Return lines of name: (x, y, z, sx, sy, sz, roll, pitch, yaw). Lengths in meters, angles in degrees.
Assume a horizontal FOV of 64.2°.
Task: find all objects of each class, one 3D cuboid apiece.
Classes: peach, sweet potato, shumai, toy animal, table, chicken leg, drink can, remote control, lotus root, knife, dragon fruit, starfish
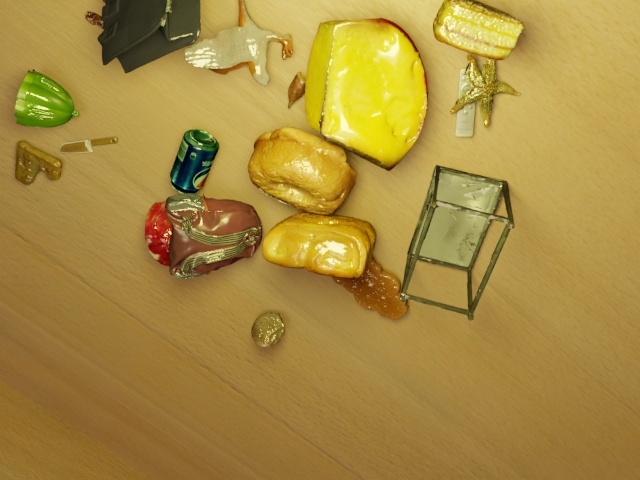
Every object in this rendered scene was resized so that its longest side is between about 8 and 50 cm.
peach: (0.120, -0.383, 1.354, 0.306, 0.242, 0.380, -2, 112, -8)
sweet potato: (-0.071, -0.432, 1.489, 0.049, 0.049, 0.117, 30, 130, -3)
shumai: (-0.193, 0.353, 1.962, 0.145, 0.145, 0.116, -3, 143, 17)
toy animal: (-0.215, -0.595, 1.414, 0.302, 0.225, 0.284, 12, 103, -6)
table: (0.388, 0.003, 1.486, 0.222, 0.272, 0.335, 15, 123, 7)
chicken leg: (-0.670, -0.659, 1.535, 0.083, 0.021, 0.036, 34, 113, -11)
drink can: (-0.411, -0.252, 1.651, 0.118, 0.118, 0.205, 30, 124, -4)
remote control: (0.401, -0.379, 1.402, 0.050, 0.027, 0.184, 1, 116, 7)
lotus root: (-0.869, -0.437, 1.652, 0.186, 0.186, 0.186, 7, 122, 12)
knife: (-0.812, -0.328, 1.774, 0.256, 0.022, 0.046, -3, 123, 18)
dragon fruit: (-0.525, 0.000, 1.828, 0.163, 0.189, 0.261, 15, 133, 44)
starfish: (0.446, -0.401, 1.352, 0.176, 0.053, 0.208, -1, 121, -8)

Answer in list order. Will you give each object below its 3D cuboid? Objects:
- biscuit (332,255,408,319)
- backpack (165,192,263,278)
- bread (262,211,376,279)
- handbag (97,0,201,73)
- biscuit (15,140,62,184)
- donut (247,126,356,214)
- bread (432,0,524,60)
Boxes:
biscuit: (0.183, 0.160, 1.776, 0.295, 0.044, 0.186, 46, 124, -12)
backpack: (-0.349, -0.015, 1.701, 0.317, 0.197, 0.283, -2, 119, -16)
bread: (0.001, -0.008, 1.563, 0.328, 0.337, 0.148, 12, 104, 12)
handbag: (-0.457, -0.629, 1.342, 0.329, 0.122, 0.303, -9, 80, 35)
biscuit: (-1.032, -0.260, 1.866, 0.183, 0.039, 0.174, 24, 122, 2)
donut: (-0.056, -0.201, 1.511, 0.317, 0.150, 0.299, 3, 154, 42)
bread: (0.363, -0.506, 1.212, 0.184, 0.234, 0.110, 21, 120, 1)
